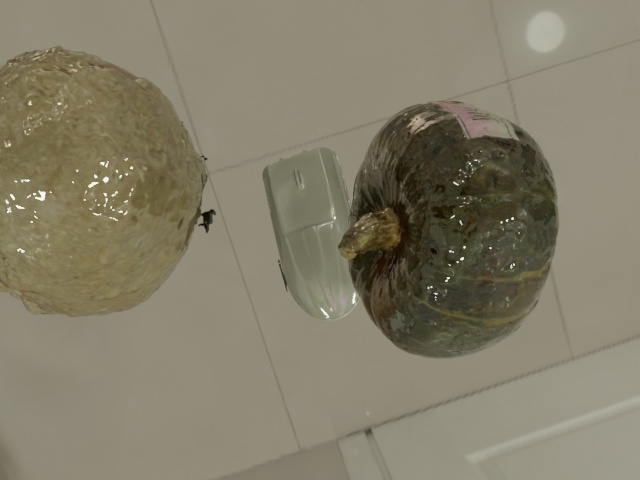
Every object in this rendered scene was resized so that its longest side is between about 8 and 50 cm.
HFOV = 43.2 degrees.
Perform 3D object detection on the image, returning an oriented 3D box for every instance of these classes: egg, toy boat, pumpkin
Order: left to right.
[{"bbox_3d":[-0.258,-0.054,0.858,0.279,0.279,0.311,0,124,-8],"label":"egg"},{"bbox_3d":[-0.003,-0.006,1.275,0.140,0.141,0.270,-16,82,-4],"label":"toy boat"},{"bbox_3d":[0.107,-0.009,0.788,0.189,0.260,0.261,-2,103,-13],"label":"pumpkin"}]

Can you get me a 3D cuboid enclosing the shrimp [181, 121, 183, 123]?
[{"bbox_3d":[-0.223,-0.129,1.213,0.091,0.025,0.127,19,60,6],"label":"shrimp"}]
